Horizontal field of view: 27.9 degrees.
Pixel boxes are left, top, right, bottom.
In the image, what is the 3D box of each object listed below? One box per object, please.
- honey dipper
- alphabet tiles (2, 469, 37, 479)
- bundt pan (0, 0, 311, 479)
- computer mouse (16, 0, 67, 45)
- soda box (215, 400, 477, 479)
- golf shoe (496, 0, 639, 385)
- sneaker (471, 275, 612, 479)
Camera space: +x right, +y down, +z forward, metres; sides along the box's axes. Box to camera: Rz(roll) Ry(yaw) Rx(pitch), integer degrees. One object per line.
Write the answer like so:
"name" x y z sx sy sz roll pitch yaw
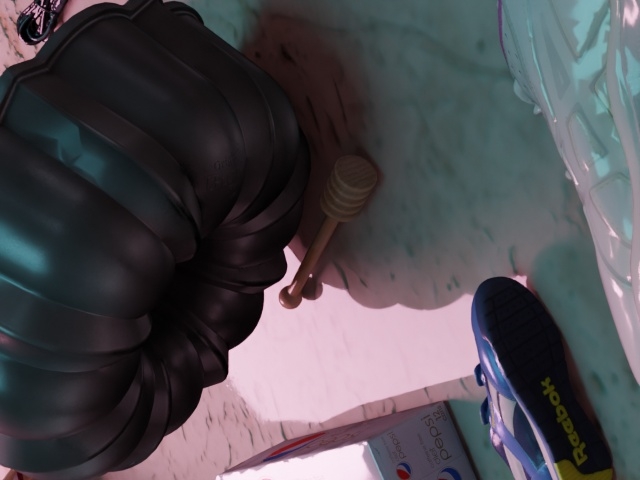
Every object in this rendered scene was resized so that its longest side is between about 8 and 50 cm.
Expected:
"honey dipper" 0.000 0.000 0.889 0.030 0.030 0.160 54 146 19
"alphabet tiles" -0.297 0.336 1.330 0.009 0.198 0.237 0 113 12
"bundt pan" -0.118 0.017 0.822 0.124 0.331 0.330 30 132 16
"computer mouse" -0.269 -0.268 1.087 0.193 0.042 0.106 59 144 13
"soda box" 0.013 0.173 0.917 0.216 0.074 0.069 -27 86 54
"golf shoe" 0.152 -0.066 0.603 0.140 0.115 0.306 8 107 62
"sneaker" 0.117 0.092 0.760 0.059 0.053 0.144 -22 89 57
